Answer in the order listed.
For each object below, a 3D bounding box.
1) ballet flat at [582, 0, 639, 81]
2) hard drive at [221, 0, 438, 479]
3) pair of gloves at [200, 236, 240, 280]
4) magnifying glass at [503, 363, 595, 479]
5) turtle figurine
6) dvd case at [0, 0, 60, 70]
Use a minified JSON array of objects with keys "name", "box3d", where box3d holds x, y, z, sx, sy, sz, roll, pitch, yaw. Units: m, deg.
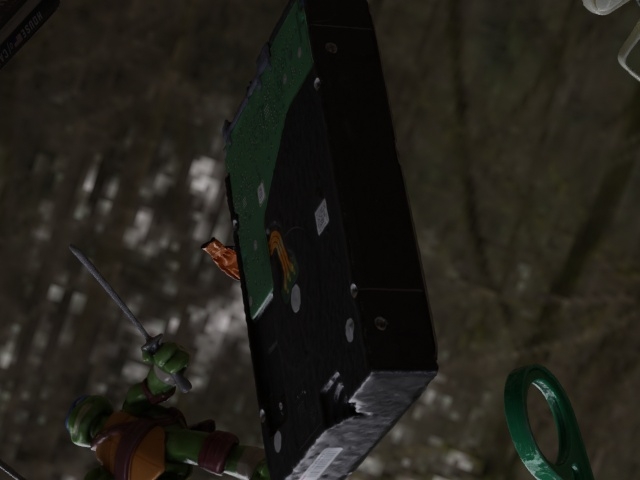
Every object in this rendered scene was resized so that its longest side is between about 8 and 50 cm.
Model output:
[{"name":"ballet flat","box3d":[0.186,-0.132,1.103,0.188,0.070,0.070,52,-179,-13]},{"name":"hard drive","box3d":[0.000,0.000,1.528,0.064,0.339,0.237,1,150,-21]},{"name":"pair of gloves","box3d":[-0.070,0.011,1.967,0.074,0.083,0.010,40,-145,-31]},{"name":"magnifying glass","box3d":[0.215,0.205,1.630,0.026,0.231,0.092,-18,-160,29]},{"name":"turtle figurine","box3d":[-0.176,0.199,1.843,0.266,0.198,0.275,25,146,30]},{"name":"dvd case","box3d":[-0.422,-0.215,2.116,0.238,0.029,0.179,3,-138,32]}]
